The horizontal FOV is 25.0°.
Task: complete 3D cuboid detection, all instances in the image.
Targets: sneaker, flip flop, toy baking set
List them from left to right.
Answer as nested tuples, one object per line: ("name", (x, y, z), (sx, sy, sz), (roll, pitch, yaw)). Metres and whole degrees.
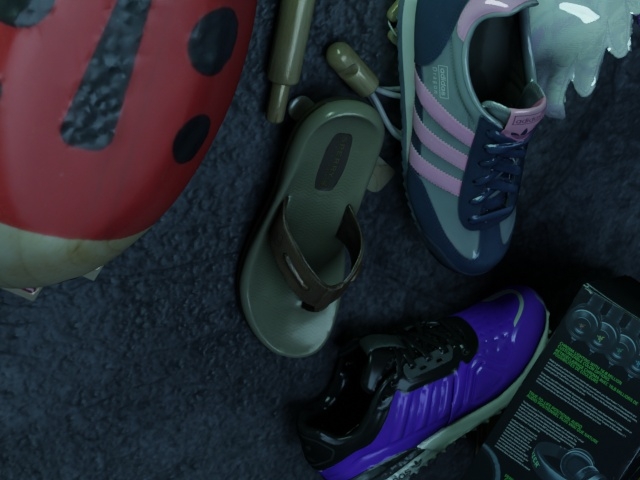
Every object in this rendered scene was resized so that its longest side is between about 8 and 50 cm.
("flip flop", (0.000, 0.000, 1.331), (0.112, 0.080, 0.277), (1, 124, -29))
("toy baking set", (0.041, -0.161, 1.305), (0.197, 0.030, 0.256), (4, 113, -29))
("sneaker", (0.097, 0.131, 1.447), (0.293, 0.102, 0.146), (-41, 126, -2))
("sneaker", (0.146, -0.094, 1.304), (0.112, 0.131, 0.319), (-26, 123, -26))

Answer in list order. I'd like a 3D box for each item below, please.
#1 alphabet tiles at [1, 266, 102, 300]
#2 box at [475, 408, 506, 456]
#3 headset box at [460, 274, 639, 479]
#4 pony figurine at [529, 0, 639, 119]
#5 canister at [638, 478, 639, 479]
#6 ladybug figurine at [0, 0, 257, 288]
("alphabet tiles", (-0.233, -0.066, 1.227), (0.198, 0.009, 0.237), (27, 101, -36))
("box", (0.266, 0.183, 1.613), (0.201, 0.021, 0.164), (-11, 120, -23))
("headset box", (0.276, 0.172, 1.446), (0.283, 0.131, 0.246), (-60, 162, 13))
("pony figurine", (0.343, -0.281, 1.283), (0.363, 0.303, 0.351), (13, 77, -29))
("canister", (0.432, 0.330, 1.715), (0.073, 0.126, 0.170), (-48, 139, -41))
("ladybug figurine", (-0.186, -0.154, 1.099), (0.305, 0.162, 0.449), (8, 111, -30))
